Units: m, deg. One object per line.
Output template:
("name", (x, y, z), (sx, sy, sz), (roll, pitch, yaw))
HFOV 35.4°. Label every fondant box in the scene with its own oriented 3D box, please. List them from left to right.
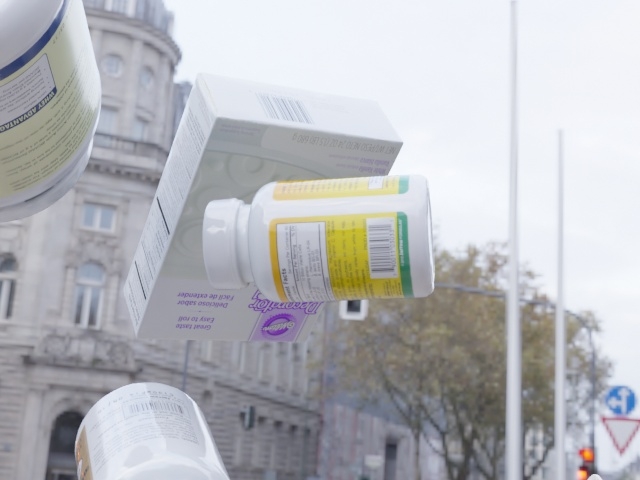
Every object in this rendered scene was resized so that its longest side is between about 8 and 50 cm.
("fondant box", (-0.076, -0.025, 1.206), (0.238, 0.096, 0.330), (4, -51, -29))

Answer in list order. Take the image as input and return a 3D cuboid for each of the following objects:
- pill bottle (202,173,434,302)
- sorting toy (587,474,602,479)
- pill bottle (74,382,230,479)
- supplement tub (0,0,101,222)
("pill bottle", (0.000, 0.000, 0.946), (0.208, 0.117, 0.117), (-3, -15, 9))
("sorting toy", (0.220, 0.235, 0.844), (0.045, 0.075, 0.083), (24, 5, 8))
("pill bottle", (-0.144, 0.228, 0.884), (0.131, 0.131, 0.229), (9, 13, -19))
("supplement tub", (-0.329, -0.170, 0.920), (0.235, 0.235, 0.325), (5, -23, -3))
